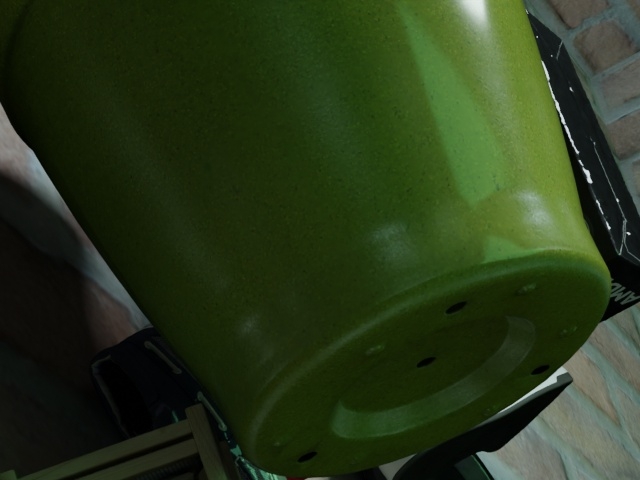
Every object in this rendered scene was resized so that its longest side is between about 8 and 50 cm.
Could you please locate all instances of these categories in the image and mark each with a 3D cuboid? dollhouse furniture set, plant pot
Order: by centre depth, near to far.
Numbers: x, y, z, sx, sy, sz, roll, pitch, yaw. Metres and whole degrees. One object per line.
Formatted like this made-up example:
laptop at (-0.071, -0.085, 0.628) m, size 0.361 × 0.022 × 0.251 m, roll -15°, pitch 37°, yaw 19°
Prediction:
dollhouse furniture set at (-0.102, 0.203, 0.966) m, size 0.183 × 0.129 × 0.129 m, roll 80°, pitch -10°, yaw -70°
plant pot at (-0.003, -0.057, 0.967) m, size 0.366 × 0.366 × 0.353 m, roll 27°, pitch 33°, yaw -57°

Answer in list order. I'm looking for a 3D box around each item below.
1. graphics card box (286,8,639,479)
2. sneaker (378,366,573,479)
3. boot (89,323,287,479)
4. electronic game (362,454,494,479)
graphics card box at (0.050, 0.014, 1.170) m, size 0.094 × 0.371 × 0.232 m, roll 28°, pitch 39°, yaw -51°
sneaker at (0.107, 0.119, 1.460) m, size 0.178 × 0.124 × 0.295 m, roll 51°, pitch 31°, yaw 20°
boot at (-0.095, 0.151, 1.105) m, size 0.190 × 0.069 × 0.086 m, roll 55°, pitch 27°, yaw 6°
electronic game at (0.116, 0.254, 1.479) m, size 0.229 × 0.048 × 0.229 m, roll 42°, pitch 26°, yaw -26°
